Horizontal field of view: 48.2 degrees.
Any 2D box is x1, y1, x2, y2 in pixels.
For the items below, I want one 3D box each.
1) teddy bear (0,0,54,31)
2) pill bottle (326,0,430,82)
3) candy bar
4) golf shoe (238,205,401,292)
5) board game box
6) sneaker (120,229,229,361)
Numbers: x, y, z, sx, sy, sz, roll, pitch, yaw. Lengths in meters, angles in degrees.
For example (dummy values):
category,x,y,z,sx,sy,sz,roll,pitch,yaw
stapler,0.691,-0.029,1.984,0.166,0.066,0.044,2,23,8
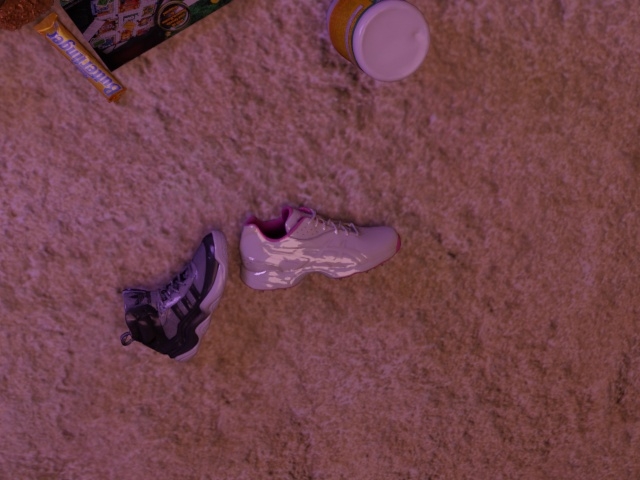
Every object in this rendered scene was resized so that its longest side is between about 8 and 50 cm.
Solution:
category,x,y,z,sx,sy,sz,roll,pitch,yaw
teddy bear,-0.497,-0.426,0.935,0.245,0.113,0.338,-22,119,-3
pill bottle,0.078,-0.324,1.101,0.117,0.208,0.117,-7,117,-13
candy bar,-0.365,-0.277,1.100,0.040,0.018,0.161,-40,119,5
golf shoe,0.000,0.000,1.295,0.306,0.115,0.140,-12,115,-12
board game box,-0.236,-0.367,1.061,0.259,0.030,0.136,-30,142,-1
sneaker,-0.264,0.094,1.263,0.153,0.101,0.268,13,113,-25
